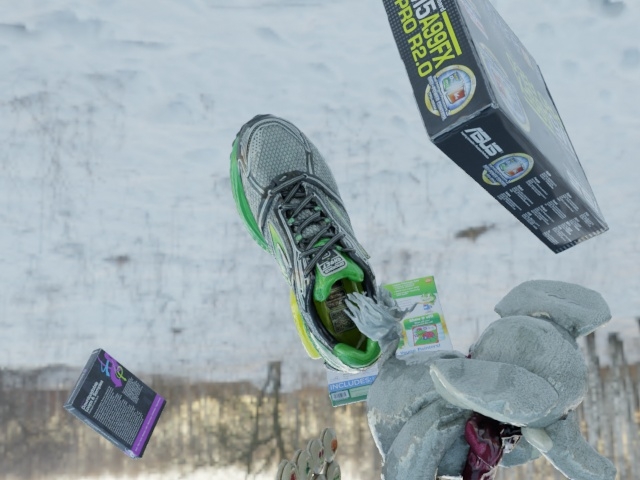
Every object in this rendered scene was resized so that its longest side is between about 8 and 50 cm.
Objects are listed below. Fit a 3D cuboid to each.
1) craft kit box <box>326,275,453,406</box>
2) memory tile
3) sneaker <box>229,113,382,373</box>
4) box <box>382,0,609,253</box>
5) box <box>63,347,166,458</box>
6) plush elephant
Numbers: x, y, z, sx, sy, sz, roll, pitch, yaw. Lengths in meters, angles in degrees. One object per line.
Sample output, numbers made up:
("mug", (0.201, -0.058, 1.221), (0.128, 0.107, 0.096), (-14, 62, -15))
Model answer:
("craft kit box", (0.126, 0.192, 1.797), (0.249, 0.247, 0.061), (-11, 135, 3))
("memory tile", (-0.007, 0.266, 0.947), (0.012, 0.113, 0.148), (-2, -175, 22))
("sneaker", (0.000, 0.000, 1.119), (0.134, 0.344, 0.146), (-26, -178, -14))
("box", (0.154, -0.130, 0.819), (0.060, 0.216, 0.270), (-29, 145, 23))
("box", (-0.340, 0.273, 1.526), (0.029, 0.116, 0.162), (-19, 126, 37))
("plush elephant", (0.190, 0.174, 0.953), (0.271, 0.330, 0.255), (-35, -167, -39))
